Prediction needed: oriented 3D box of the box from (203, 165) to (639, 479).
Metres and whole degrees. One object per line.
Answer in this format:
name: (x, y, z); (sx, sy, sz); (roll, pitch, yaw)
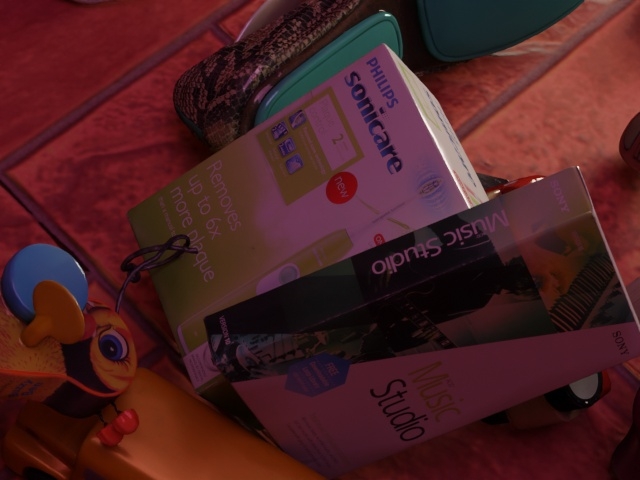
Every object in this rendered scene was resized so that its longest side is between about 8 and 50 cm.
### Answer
box: (0.094, 0.078, 1.567); (0.322, 0.232, 0.058); (-24, 53, 7)

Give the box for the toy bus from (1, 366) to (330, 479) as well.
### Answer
toy bus: (-0.103, 0.214, 1.612); (0.332, 0.130, 0.108); (31, 59, 5)

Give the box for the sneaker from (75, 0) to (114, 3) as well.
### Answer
sneaker: (-0.260, -0.304, 1.873); (0.232, 0.115, 0.090); (6, 60, -9)

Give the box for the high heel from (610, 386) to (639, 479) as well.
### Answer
high heel: (0.410, 0.077, 1.772); (0.127, 0.181, 0.377); (35, 57, 7)

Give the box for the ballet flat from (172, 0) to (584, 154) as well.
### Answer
ballet flat: (0.056, -0.228, 1.894); (0.483, 0.164, 0.182); (-31, 42, -25)

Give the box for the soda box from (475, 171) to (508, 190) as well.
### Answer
soda box: (0.093, -0.043, 1.845); (0.169, 0.053, 0.060); (14, 59, -6)

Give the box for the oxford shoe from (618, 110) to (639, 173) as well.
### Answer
oxford shoe: (0.446, -0.047, 1.852); (0.348, 0.130, 0.123); (23, 73, 43)

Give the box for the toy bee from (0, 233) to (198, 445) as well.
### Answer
toy bee: (-0.209, 0.085, 1.510); (0.298, 0.195, 0.162); (-15, 72, -19)

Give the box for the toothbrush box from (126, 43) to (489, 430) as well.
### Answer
toothbrush box: (0.000, 0.000, 1.665); (0.283, 0.122, 0.206); (-31, 58, 12)

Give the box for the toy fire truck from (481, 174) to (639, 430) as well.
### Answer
toy fire truck: (0.240, 0.032, 1.773); (0.246, 0.158, 0.217); (-28, 97, -44)
